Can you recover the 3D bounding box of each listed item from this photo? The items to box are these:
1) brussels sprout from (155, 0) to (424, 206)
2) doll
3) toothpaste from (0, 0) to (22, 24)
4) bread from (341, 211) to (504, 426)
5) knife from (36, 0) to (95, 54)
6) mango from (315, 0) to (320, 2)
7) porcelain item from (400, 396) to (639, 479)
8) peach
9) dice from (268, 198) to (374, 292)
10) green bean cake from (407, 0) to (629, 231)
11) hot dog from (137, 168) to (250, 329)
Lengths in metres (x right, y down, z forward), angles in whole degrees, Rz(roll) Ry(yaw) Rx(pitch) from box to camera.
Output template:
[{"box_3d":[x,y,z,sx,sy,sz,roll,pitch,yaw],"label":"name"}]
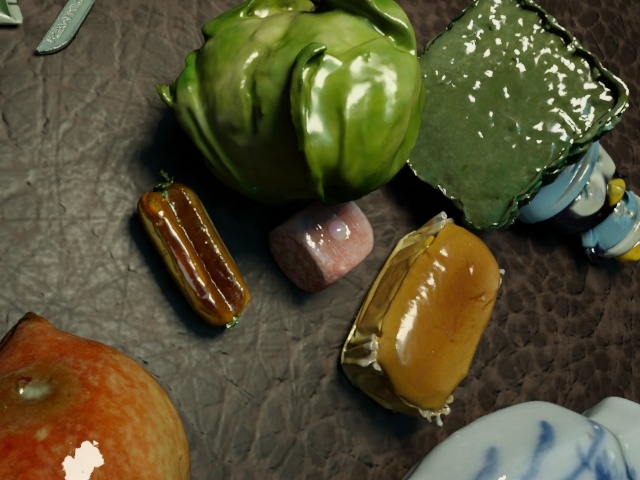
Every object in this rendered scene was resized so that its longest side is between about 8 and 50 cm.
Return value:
[{"box_3d":[-0.018,-0.155,0.704,0.294,0.260,0.227,-64,147,-57],"label":"brussels sprout"},{"box_3d":[0.376,-0.081,0.965,0.314,0.141,0.177,31,73,-21],"label":"doll"},{"box_3d":[-0.415,-0.234,0.658,0.204,0.031,0.049,-18,86,-32],"label":"toothpaste"},{"box_3d":[0.134,0.093,0.807,0.136,0.107,0.241,41,61,-15],"label":"bread"},{"box_3d":[-0.272,-0.293,0.759,0.028,0.015,0.210,30,64,-25],"label":"knife"},{"box_3d":[0.015,-0.401,0.879,0.252,0.126,0.153,17,79,-15],"label":"mango"},{"box_3d":[0.246,0.320,0.756,0.405,0.178,0.242,-8,79,-30],"label":"porcelain item"},{"box_3d":[-0.219,0.185,0.523,0.232,0.232,0.256,-16,86,-30],"label":"peach"},{"box_3d":[0.000,0.000,0.771,0.093,0.091,0.094,-38,94,-31],"label":"dice"},{"box_3d":[0.225,-0.165,0.841,0.241,0.132,0.255,46,101,10],"label":"green bean cake"},{"box_3d":[-0.142,0.014,0.714,0.072,0.055,0.188,-29,89,-34],"label":"hot dog"}]
